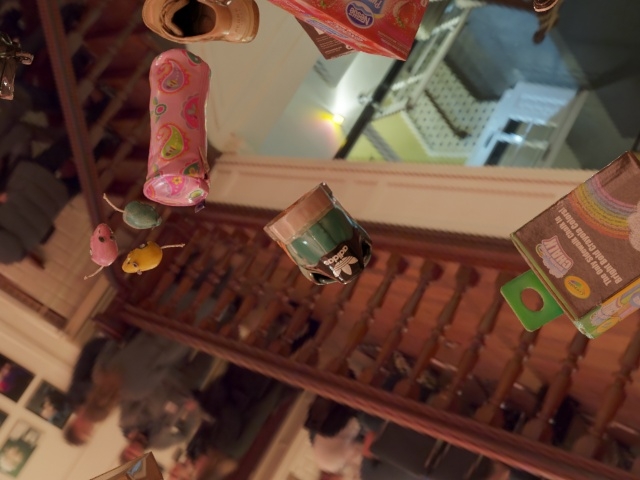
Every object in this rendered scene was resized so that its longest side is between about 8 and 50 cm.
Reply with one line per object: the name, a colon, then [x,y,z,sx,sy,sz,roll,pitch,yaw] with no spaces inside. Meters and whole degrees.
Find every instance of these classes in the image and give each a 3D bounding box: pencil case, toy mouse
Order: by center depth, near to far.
toy mouse: [-0.282,-0.006,1.258,0.031,0.161,0.143,35,148,48]
pencil case: [-0.251,-0.199,1.548,0.124,0.284,0.124,-3,154,-1]

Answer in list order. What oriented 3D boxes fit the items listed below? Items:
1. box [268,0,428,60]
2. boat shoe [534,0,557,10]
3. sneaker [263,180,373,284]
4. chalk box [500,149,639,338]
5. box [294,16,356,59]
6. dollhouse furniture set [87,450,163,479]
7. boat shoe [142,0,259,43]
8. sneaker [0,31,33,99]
box: [0.039,-0.401,1.405,0.257,0.123,0.128,19,-176,-41]
boat shoe: [0.403,-0.454,1.519,0.046,0.125,0.038,9,147,36]
sneaker: [0.000,0.000,1.123,0.121,0.108,0.302,52,-176,-4]
chalk box: [0.316,0.024,1.008,0.132,0.213,0.132,59,-166,26]
box: [0.057,-0.573,2.048,0.168,0.203,0.167,-11,142,29]
dollhouse furniture set: [-0.346,0.647,1.696,0.256,0.362,0.394,61,-176,-86]
boat shoe: [-0.267,-0.454,1.718,0.110,0.122,0.341,-12,-161,-42]
sneaker: [-0.554,-0.262,1.323,0.268,0.101,0.153,-10,159,42]
